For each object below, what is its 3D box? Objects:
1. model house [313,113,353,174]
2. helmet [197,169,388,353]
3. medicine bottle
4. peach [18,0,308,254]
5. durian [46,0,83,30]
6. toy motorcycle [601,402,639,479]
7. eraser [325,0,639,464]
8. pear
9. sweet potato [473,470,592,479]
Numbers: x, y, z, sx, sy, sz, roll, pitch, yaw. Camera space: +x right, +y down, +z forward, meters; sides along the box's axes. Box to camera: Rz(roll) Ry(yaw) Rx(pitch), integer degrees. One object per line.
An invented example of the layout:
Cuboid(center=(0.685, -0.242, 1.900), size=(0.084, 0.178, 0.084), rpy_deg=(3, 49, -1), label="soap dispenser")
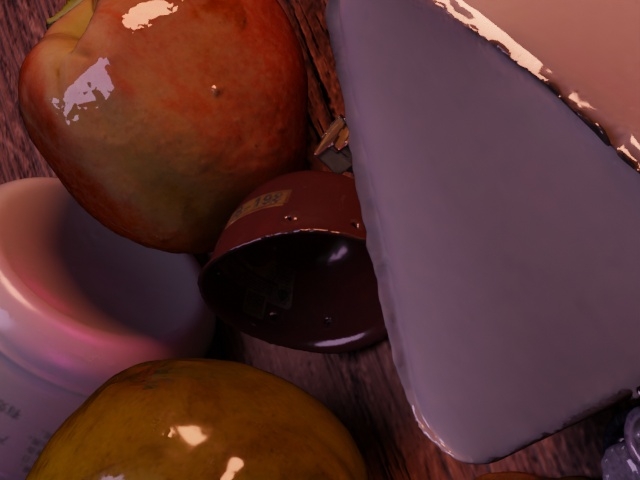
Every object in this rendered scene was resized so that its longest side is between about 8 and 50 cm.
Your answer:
Cuboid(center=(0.045, -0.079, 1.275), size=(0.083, 0.057, 0.058), rpy_deg=(-33, 21, 48), label="model house")
Cuboid(center=(0.000, 0.000, 1.266), size=(0.175, 0.155, 0.106), rpy_deg=(-24, 45, 45), label="helmet")
Cuboid(center=(-0.253, 0.123, 1.484), size=(0.302, 0.241, 0.241), rpy_deg=(-57, 44, 31), label="medicine bottle")
Cuboid(center=(-0.107, -0.096, 1.361), size=(0.232, 0.257, 0.232), rpy_deg=(-41, 19, 18), label="peach")
Cuboid(center=(-0.141, -0.203, 1.513), size=(0.221, 0.095, 0.137), rpy_deg=(-26, 101, 46), label="durian")
Cuboid(center=(0.254, 0.157, 0.930), size=(0.260, 0.110, 0.171), rpy_deg=(-18, 84, 56), label="toy motorcycle")
Cuboid(center=(0.132, -0.054, 0.980), size=(0.331, 0.150, 0.331), rpy_deg=(37, 139, 41), label="eraser")
Cuboid(center=(-0.098, 0.211, 1.249), size=(0.321, 0.269, 0.269), rpy_deg=(167, 106, -66), label="pear")
Cuboid(center=(0.146, 0.166, 1.130), size=(0.115, 0.026, 0.026), rpy_deg=(-9, 78, 47), label="sweet potato")
